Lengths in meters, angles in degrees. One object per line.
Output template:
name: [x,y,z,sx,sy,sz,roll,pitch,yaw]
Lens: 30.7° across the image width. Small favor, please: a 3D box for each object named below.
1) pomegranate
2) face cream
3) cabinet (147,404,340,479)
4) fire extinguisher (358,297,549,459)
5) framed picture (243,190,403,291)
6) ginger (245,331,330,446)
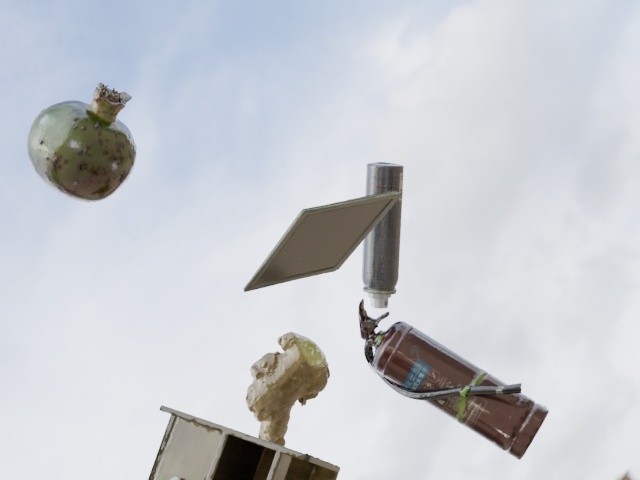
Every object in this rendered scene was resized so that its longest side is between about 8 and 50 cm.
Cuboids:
pomegranate: [-0.267,-0.105,1.323,0.130,0.130,0.130,-35,-35,-30]
face cream: [0.120,-0.010,2.265,0.073,0.073,0.283,-7,-78,-52]
cabinet: [-0.119,0.331,1.494,0.175,0.215,0.148,-70,-22,-11]
fire extinguisher: [0.196,0.212,1.853,0.105,0.341,0.141,-46,-16,-48]
framed picture: [0.000,0.000,1.885,0.197,0.014,0.252,-12,-24,-34]
ginger: [-0.076,0.278,2.183,0.213,0.137,0.074,-56,-11,4]
